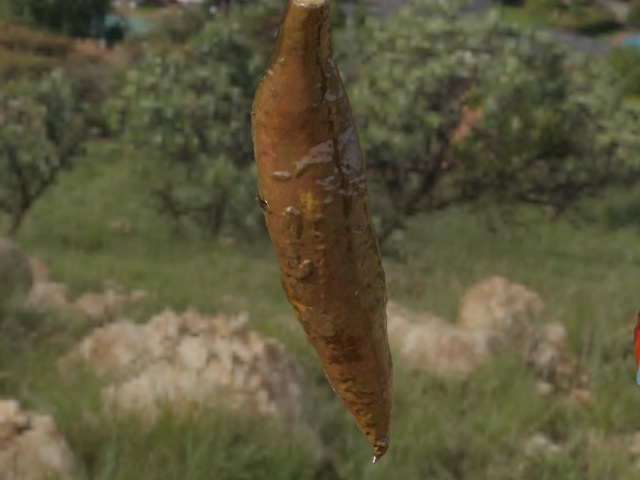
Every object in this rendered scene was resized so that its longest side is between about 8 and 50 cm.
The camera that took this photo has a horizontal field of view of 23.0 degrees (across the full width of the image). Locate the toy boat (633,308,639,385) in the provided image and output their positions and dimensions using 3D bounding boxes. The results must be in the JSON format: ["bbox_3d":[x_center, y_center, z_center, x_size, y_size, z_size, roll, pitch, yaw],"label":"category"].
[{"bbox_3d":[0.214,0.016,0.828,0.069,0.173,0.059,5,26,-17],"label":"toy boat"}]

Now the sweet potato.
[{"bbox_3d":[0.000,0.000,0.920,0.072,0.314,0.066,-19,28,-18],"label":"sweet potato"}]
